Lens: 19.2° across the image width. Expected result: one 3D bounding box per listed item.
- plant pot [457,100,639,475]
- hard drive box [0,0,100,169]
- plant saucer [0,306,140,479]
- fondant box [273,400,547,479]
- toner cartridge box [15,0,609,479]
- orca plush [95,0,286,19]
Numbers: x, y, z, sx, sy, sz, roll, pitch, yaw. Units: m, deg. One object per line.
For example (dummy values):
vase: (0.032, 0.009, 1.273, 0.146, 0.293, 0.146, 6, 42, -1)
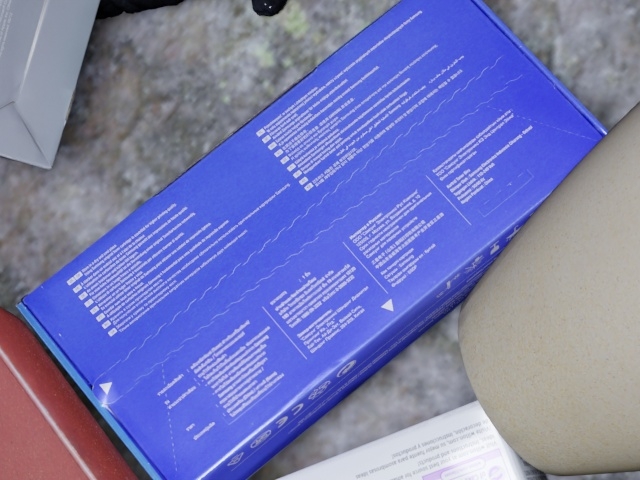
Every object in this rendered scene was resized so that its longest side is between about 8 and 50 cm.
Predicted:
plant pot: (0.223, 0.024, 1.102, 0.274, 0.256, 0.256, -31, 76, 29)
hard drive box: (-0.256, -0.159, 1.263, 0.232, 0.089, 0.181, 15, 88, 43)
plant saucer: (-0.182, 0.185, 1.214, 0.259, 0.048, 0.258, 51, 138, 13)
fondant box: (0.063, 0.292, 1.177, 0.238, 0.096, 0.330, -22, 78, 12)
toner cartridge box: (0.000, 0.000, 1.189, 0.348, 0.075, 0.165, -38, 71, -7)
orca plush: (-0.067, -0.181, 1.262, 0.287, 0.151, 0.102, -33, 108, 6)
